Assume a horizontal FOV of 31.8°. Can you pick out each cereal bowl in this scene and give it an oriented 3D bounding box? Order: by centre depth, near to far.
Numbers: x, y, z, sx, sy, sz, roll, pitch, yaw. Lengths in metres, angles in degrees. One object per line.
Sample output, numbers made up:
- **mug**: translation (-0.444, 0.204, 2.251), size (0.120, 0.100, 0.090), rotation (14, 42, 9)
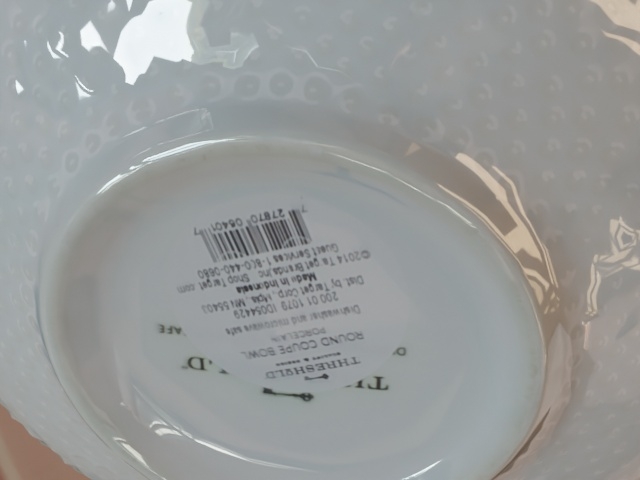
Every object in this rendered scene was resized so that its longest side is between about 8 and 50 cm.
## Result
- **cereal bowl**: translation (0.000, 0.000, 0.403), size (0.339, 0.339, 0.141), rotation (46, -149, -20)
